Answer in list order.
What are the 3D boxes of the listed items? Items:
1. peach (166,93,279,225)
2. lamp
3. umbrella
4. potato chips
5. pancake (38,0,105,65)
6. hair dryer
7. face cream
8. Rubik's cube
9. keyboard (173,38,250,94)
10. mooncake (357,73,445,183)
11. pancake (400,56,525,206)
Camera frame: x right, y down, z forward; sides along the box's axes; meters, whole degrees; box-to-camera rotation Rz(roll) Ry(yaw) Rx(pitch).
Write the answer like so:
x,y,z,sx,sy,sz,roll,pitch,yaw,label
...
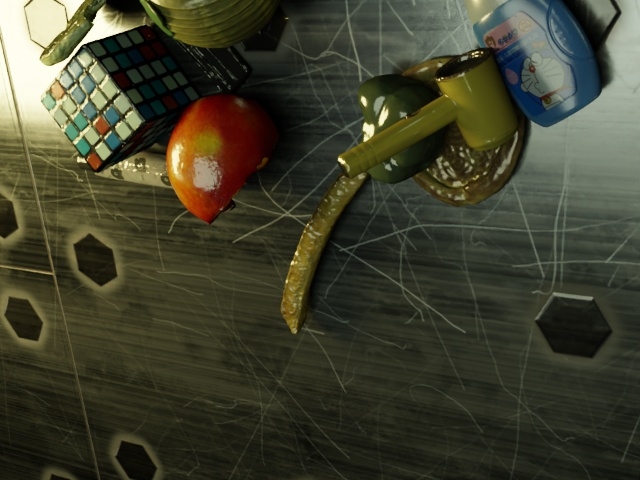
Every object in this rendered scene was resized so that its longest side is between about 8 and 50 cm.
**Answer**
x,y,z,sx,sy,sz,roll,pitch,yaw,label
-0.170,-0.142,1.645,0.189,0.196,0.226,-7,84,41,peach
-0.168,-0.427,1.517,0.250,0.284,0.250,-8,66,18,lamp
-0.345,-0.145,1.827,0.337,0.073,0.067,9,95,27,umbrella
0.000,0.000,1.701,0.080,0.057,0.407,33,124,14,potato chips
-0.421,-0.407,1.663,0.037,0.254,0.253,40,130,-22,pancake
0.158,-0.165,1.390,0.278,0.090,0.135,-30,113,-3,hair dryer
0.309,-0.304,1.367,0.149,0.083,0.264,-31,94,42,face cream
-0.370,-0.266,1.717,0.184,0.187,0.182,-35,92,39,Rubik's cube
-0.229,-0.378,1.687,0.250,0.017,0.087,48,127,4,keyboard
0.113,-0.181,1.495,0.168,0.104,0.175,-15,96,46,mooncake
0.219,-0.182,1.506,0.250,0.031,0.250,12,114,29,pancake
